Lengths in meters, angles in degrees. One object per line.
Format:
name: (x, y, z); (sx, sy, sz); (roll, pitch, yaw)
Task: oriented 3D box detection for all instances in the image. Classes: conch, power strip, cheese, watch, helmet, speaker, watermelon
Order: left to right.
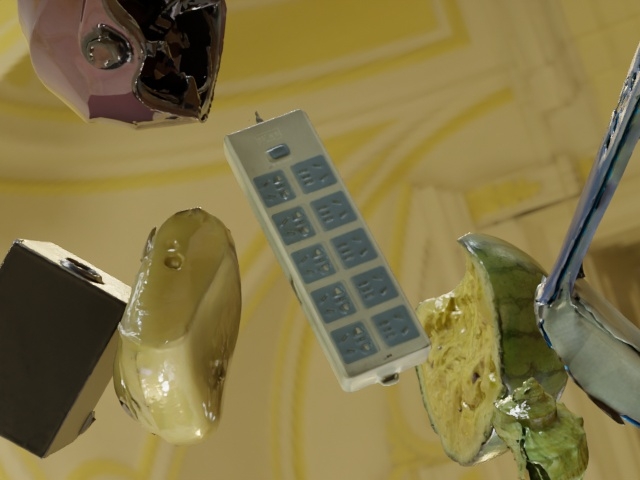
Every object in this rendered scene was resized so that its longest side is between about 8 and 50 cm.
speaker: (-0.355, 0.131, 2.111); (0.184, 0.232, 0.254); (29, -179, 2)
helmet: (-0.252, -0.274, 1.910); (0.338, 0.197, 0.271); (57, -148, -45)
cheese: (-0.170, 0.135, 2.033); (0.316, 0.128, 0.259); (92, -161, -51)
power strip: (0.000, 0.000, 1.810); (0.043, 0.106, 0.367); (96, 149, -61)
watermelon: (0.262, 0.149, 2.296); (0.331, 0.189, 0.331); (171, 90, -76)
conch: (0.164, 0.161, 1.221); (0.089, 0.074, 0.121); (-44, -50, -68)
watch: (0.230, -0.031, 0.953); (0.276, 0.274, 0.068); (47, -161, -5)
